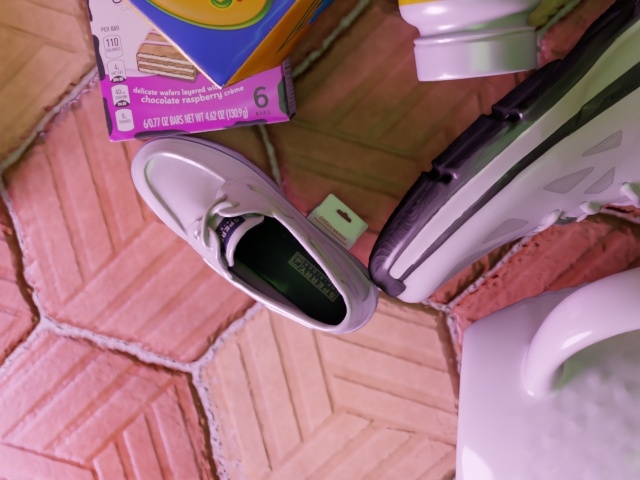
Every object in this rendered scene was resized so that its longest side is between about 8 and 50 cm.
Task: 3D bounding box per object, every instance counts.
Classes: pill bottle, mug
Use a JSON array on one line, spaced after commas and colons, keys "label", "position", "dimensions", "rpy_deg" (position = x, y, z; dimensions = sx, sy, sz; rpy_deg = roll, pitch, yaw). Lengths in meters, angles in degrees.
[{"label": "pill bottle", "position": [0.118, -0.238, 0.806], "dimensions": [0.119, 0.119, 0.208], "rpy_deg": [-6, 101, 4]}, {"label": "mug", "position": [0.272, 0.133, 0.766], "dimensions": [0.328, 0.276, 0.374], "rpy_deg": [2, 145, 10]}]

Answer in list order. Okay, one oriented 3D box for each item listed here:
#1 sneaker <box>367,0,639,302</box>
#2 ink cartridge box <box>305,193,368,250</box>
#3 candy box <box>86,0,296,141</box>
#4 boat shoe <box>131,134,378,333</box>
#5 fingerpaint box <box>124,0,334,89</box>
[{"label": "sneaker", "position": [0.269, -0.045, 0.814], "dimensions": [0.447, 0.169, 0.257], "rpy_deg": [-41, 95, 7]}, {"label": "ink cartridge box", "position": [0.000, 0.000, 0.906], "dimensions": [0.048, 0.028, 0.083], "rpy_deg": [41, 101, -5]}, {"label": "candy box", "position": [-0.114, -0.209, 0.846], "dimensions": [0.159, 0.071, 0.233], "rpy_deg": [-7, 101, 4]}, {"label": "boat shoe", "position": [-0.063, -0.011, 0.857], "dimensions": [0.258, 0.084, 0.095], "rpy_deg": [32, 99, 11]}, {"label": "fingerpaint box", "position": [-0.095, -0.389, 0.664], "dimensions": [0.445, 0.163, 0.371], "rpy_deg": [43, 109, -2]}]
